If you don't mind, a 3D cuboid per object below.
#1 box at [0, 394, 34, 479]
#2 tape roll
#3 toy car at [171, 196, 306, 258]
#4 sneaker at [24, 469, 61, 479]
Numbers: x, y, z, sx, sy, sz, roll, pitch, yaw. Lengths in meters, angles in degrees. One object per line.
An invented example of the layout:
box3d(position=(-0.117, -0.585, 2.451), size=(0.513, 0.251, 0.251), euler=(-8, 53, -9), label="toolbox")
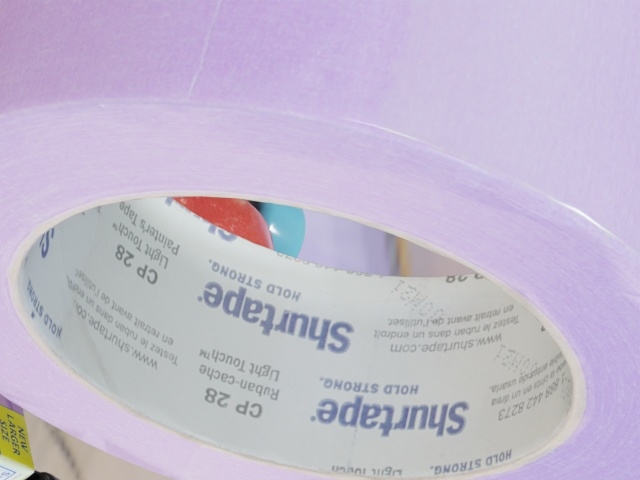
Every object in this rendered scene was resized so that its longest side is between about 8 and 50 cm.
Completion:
box3d(position=(-0.360, 0.086, 1.442), size=(0.243, 0.117, 0.213), euler=(36, 28, -46), label="box")
box3d(position=(0.000, 0.000, 0.614), size=(0.275, 0.274, 0.090), euler=(67, 33, -54), label="tape roll")
box3d(position=(-0.044, -0.054, 1.072), size=(0.219, 0.238, 0.210), euler=(32, 31, -33), label="toy car")
box3d(position=(-0.275, 0.215, 1.529), size=(0.075, 0.170, 0.063), euler=(67, 30, -45), label="sneaker")
